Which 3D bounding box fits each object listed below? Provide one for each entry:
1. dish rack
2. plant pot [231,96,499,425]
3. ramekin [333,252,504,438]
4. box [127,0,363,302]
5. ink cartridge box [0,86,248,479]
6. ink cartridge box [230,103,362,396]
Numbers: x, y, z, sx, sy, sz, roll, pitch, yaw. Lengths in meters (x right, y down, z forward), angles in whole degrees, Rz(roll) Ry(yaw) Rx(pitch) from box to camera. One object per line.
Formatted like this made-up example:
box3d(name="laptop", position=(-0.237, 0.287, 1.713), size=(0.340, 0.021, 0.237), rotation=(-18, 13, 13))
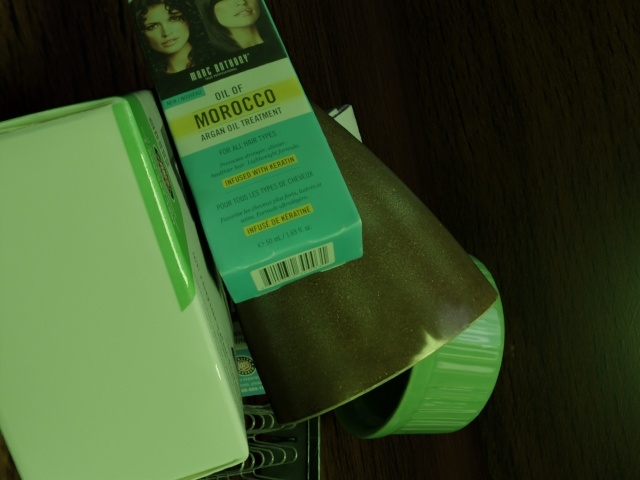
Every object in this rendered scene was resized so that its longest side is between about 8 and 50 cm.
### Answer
box3d(name="dish rack", position=(-0.081, 0.259, 0.719), size=(0.271, 0.074, 0.209), rotation=(29, 57, -65))
box3d(name="plant pot", position=(0.000, 0.000, 0.609), size=(0.231, 0.215, 0.215), rotation=(60, 20, 3))
box3d(name="ramekin", position=(0.132, 0.139, 1.038), size=(0.148, 0.303, 0.304), rotation=(11, 60, -22))
box3d(name="box", position=(-0.058, -0.086, 0.519), size=(0.060, 0.100, 0.244), rotation=(82, -13, -66))
box3d(name="ink cartridge box", position=(-0.142, 0.009, 0.490), size=(0.289, 0.121, 0.211), rotation=(-124, -163, -73))
box3d(name="ink cartridge box", position=(-0.038, 0.008, 0.823), size=(0.197, 0.198, 0.270), rotation=(-51, 126, -64))
